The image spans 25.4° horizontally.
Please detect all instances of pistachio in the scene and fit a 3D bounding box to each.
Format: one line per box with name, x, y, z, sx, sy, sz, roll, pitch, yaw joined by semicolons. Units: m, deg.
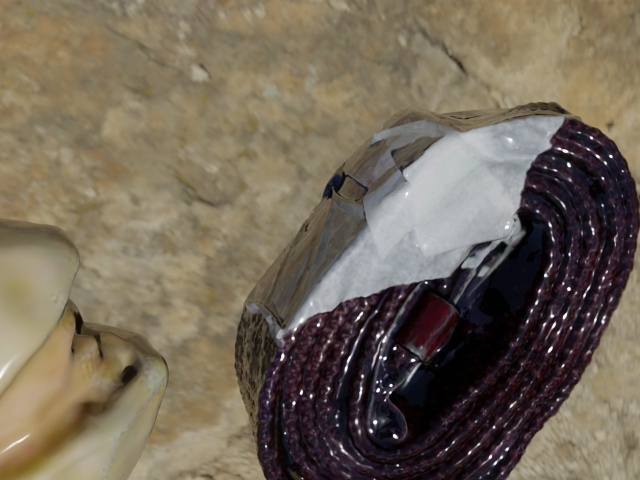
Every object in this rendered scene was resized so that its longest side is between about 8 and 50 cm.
pistachio;-0.128;0.059;0.407;0.185;0.124;0.124;-29;72;27

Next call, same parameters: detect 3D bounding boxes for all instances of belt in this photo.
belt;0.067;0.037;0.886;0.184;0.164;0.289;36;94;-12

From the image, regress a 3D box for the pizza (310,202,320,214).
pizza;0.000;0.000;1.433;0.016;0.037;0.083;12;96;58
